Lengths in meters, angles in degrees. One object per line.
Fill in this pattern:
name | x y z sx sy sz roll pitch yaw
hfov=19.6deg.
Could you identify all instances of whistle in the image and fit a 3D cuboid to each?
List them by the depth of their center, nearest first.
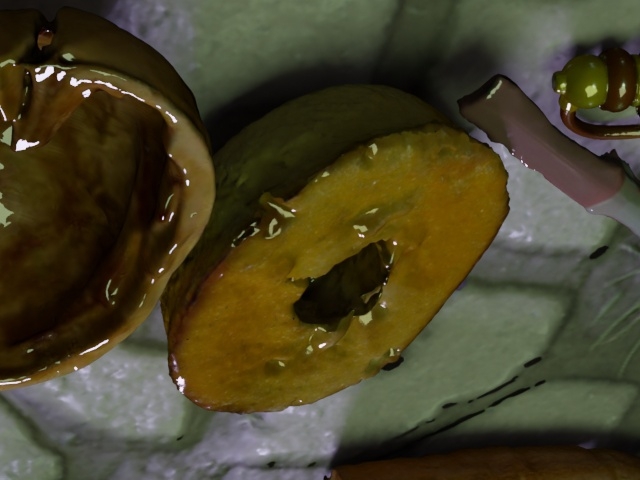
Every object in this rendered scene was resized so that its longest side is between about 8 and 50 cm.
whistle | 0.160 -0.073 0.865 0.109 0.057 0.046 -3 89 -2

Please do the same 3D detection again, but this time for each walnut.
walnut | -0.136 -0.030 0.773 0.167 0.087 0.211 8 137 -23

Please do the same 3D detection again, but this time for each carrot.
carrot | 0.107 0.146 1.025 0.205 0.072 0.072 -6 133 -15

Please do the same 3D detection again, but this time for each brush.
brush | 0.171 -0.004 0.895 0.084 0.071 0.301 -39 134 24

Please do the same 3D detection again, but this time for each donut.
donut | 0.000 0.000 0.847 0.162 0.065 0.178 15 123 -48
